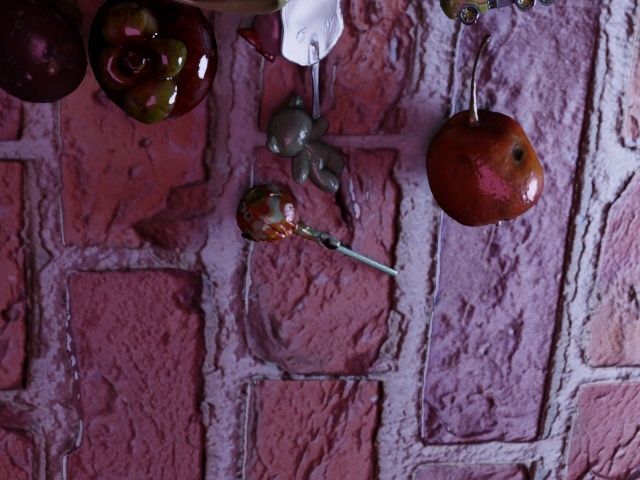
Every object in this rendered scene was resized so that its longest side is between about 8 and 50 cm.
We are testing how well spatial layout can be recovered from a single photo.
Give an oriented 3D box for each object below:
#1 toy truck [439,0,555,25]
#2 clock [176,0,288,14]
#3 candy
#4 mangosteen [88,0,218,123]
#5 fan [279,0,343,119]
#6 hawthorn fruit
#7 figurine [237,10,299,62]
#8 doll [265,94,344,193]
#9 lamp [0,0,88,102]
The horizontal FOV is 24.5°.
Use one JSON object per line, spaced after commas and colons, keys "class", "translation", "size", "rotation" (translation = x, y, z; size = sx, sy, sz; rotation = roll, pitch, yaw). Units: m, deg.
{"class": "toy truck", "translation": [0.244, -0.366, 2.012], "size": [0.168, 0.077, 0.100], "rotation": [-14, 121, -2]}
{"class": "clock", "translation": [-0.140, -0.363, 1.773], "size": [0.286, 0.348, 0.117], "rotation": [16, 83, -20]}
{"class": "candy", "translation": [0.000, 0.002, 2.168], "size": [0.287, 0.078, 0.084], "rotation": [26, 106, -30]}
{"class": "mangosteen", "translation": [-0.222, -0.239, 1.917], "size": [0.199, 0.200, 0.200], "rotation": [-5, 118, -9]}
{"class": "fan", "translation": [-0.010, -0.267, 2.007], "size": [0.132, 0.009, 0.220], "rotation": [-26, 124, -43]}
{"class": "hawthorn fruit", "translation": [0.218, -0.152, 2.072], "size": [0.165, 0.165, 0.285], "rotation": [-18, 122, -1]}
{"class": "figurine", "translation": [-0.061, -0.283, 2.002], "size": [0.071, 0.067, 0.083], "rotation": [-50, 157, 0]}
{"class": "doll", "translation": [-0.024, -0.126, 2.086], "size": [0.150, 0.077, 0.115], "rotation": [45, 57, -32]}
{"class": "lamp", "translation": [-0.369, -0.259, 1.919], "size": [0.135, 0.156, 0.157], "rotation": [-47, 133, -31]}
